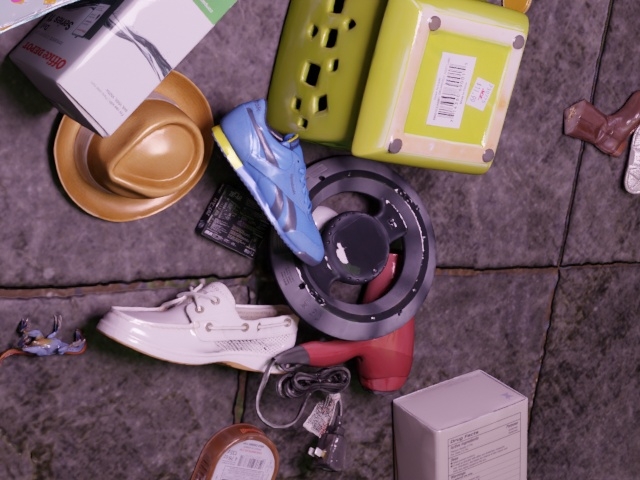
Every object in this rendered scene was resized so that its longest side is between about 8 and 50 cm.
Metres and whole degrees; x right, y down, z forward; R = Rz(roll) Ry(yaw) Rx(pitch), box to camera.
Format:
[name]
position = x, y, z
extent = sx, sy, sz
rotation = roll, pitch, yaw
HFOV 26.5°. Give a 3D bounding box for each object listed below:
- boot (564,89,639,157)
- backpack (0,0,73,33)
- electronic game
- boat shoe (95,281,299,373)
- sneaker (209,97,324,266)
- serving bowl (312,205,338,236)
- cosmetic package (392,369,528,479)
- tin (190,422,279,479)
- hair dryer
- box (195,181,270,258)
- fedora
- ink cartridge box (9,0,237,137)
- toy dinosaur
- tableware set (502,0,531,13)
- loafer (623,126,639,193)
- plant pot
[boot]
position = 0.392, -0.179, 1.882
extent = 0.114, 0.037, 0.106
rotation = 23, 92, -32
[backpack]
position = -0.311, -0.303, 1.315
extent = 0.165, 0.144, 0.188
rotation = -25, 117, -17
[electronic game]
position = 0.041, 0.009, 1.669
extent = 0.229, 0.048, 0.229
rotation = 4, 81, -26
[boat shoe]
position = -0.138, 0.092, 1.605
extent = 0.277, 0.098, 0.096
rotation = 11, 101, -45
[sneaker]
position = -0.039, -0.066, 1.552
extent = 0.082, 0.069, 0.209
rotation = -32, 109, 2
[serving bowl]
position = 0.000, 0.000, 1.697
extent = 0.083, 0.027, 0.083
rotation = -11, 113, -28
[cosmetic package]
position = 0.196, 0.357, 1.905
extent = 0.160, 0.113, 0.310
rotation = -14, 114, -28
[tin]
position = -0.120, 0.327, 1.738
extent = 0.106, 0.040, 0.190
rotation = 17, 98, -32
[hair dryer]
position = 0.045, 0.140, 1.711
extent = 0.294, 0.080, 0.223
rotation = -62, 146, -20
[box]
position = -0.100, -0.024, 1.629
extent = 0.083, 0.018, 0.067
rotation = 26, 92, -37
[fedora]
position = -0.193, -0.099, 1.503
extent = 0.194, 0.079, 0.194
rotation = -12, 113, -28
[ink cartridge box]
position = -0.204, -0.221, 1.406
extent = 0.208, 0.153, 0.087
rotation = -49, 125, -9
[toy dinosaur]
position = -0.308, 0.116, 1.548
extent = 0.090, 0.047, 0.082
rotation = -33, 140, 21
[tableware set]
position = 0.249, -0.335, 1.736
extent = 0.154, 0.024, 0.104
rotation = -52, 127, -7
[loafer]
position = 0.460, -0.128, 1.946
extent = 0.045, 0.039, 0.125
rotation = 17, 95, -3
[plant pot]
position = 0.098, -0.197, 1.577
extent = 0.227, 0.207, 0.228
rotation = 6, 105, -35
